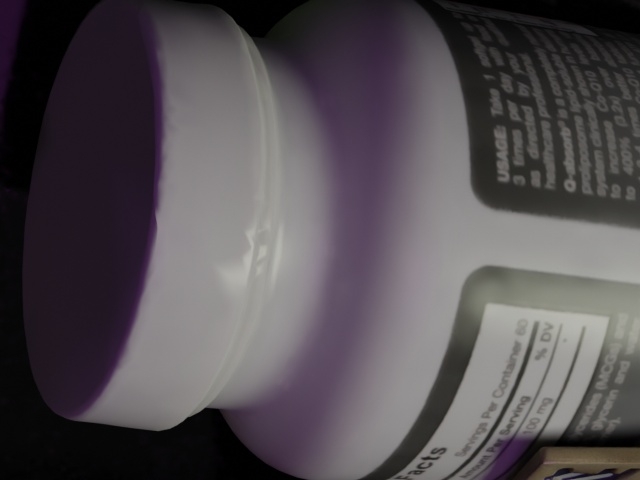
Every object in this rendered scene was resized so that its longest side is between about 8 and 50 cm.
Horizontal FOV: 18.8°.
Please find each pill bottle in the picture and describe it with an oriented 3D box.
[{"bbox_3d":[0.070,0.004,0.838,0.363,0.210,0.210,7,109,-24],"label":"pill bottle"}]

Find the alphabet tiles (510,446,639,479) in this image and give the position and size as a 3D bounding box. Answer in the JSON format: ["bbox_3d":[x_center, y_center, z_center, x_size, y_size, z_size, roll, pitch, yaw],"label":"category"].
[{"bbox_3d":[0.128,0.163,0.917,0.285,0.011,0.342,1,152,-15],"label":"alphabet tiles"}]
